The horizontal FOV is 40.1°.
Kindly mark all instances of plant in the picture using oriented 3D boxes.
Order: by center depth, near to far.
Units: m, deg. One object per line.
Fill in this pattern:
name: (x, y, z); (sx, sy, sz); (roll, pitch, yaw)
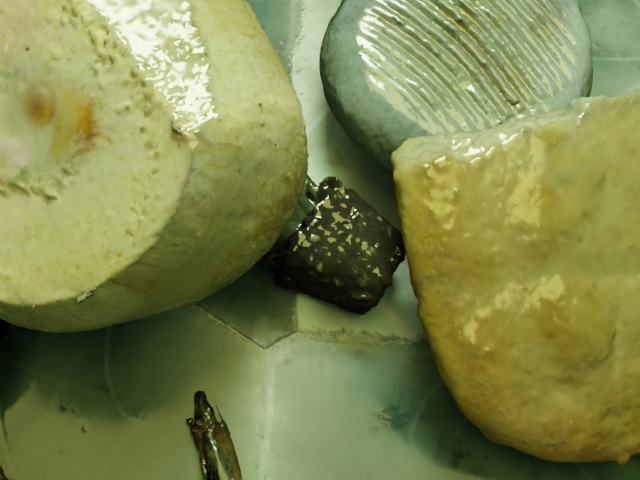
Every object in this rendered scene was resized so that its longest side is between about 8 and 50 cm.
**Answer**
plant: (0.000, 0.000, 1.056); (0.194, 0.129, 0.132); (30, 65, 1)

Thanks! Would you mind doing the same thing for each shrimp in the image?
shrimp: (-0.158, 0.271, 0.967); (0.148, 0.035, 0.195); (-13, 71, -13)

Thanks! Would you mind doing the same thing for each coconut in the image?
coconut: (-0.198, -0.108, 0.936); (0.405, 0.404, 0.404); (4, 66, -8)

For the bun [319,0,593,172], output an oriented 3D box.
bun: (0.168, -0.222, 1.132); (0.362, 0.211, 0.362); (4, 75, -14)

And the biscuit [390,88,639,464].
biscuit: (0.303, 0.035, 0.992); (0.429, 0.104, 0.446); (-8, 91, -17)

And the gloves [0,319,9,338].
gloves: (-0.475, 0.115, 0.913); (0.301, 0.152, 0.197); (-11, 42, -3)

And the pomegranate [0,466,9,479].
pomegranate: (-0.376, 0.305, 0.857); (0.159, 0.159, 0.205); (28, 90, 3)
